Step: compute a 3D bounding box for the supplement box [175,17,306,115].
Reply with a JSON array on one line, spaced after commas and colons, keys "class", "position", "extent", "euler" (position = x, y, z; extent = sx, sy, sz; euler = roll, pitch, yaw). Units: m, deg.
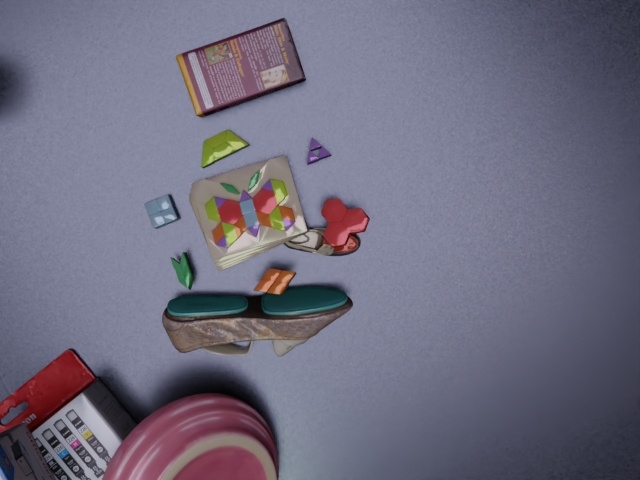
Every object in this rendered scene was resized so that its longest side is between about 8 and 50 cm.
[{"class": "supplement box", "position": [-0.128, -0.279, 1.715], "extent": [0.188, 0.081, 0.104], "euler": [-19, 95, 1]}]

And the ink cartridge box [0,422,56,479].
[{"class": "ink cartridge box", "position": [-0.471, 0.366, 1.581], "extent": [0.082, 0.190, 0.139], "euler": [-28, 92, 1]}]

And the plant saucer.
[{"class": "plant saucer", "position": [-0.193, 0.412, 1.683], "extent": [0.332, 0.084, 0.332], "euler": [-12, 110, -36]}]

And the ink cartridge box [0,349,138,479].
[{"class": "ink cartridge box", "position": [-0.457, 0.381, 1.742], "extent": [0.309, 0.130, 0.272], "euler": [-39, 93, 2]}]

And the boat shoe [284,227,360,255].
[{"class": "boat shoe", "position": [0.000, 0.000, 1.761], "extent": [0.137, 0.043, 0.049], "euler": [8, 93, -2]}]

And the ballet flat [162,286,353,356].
[{"class": "ballet flat", "position": [-0.102, 0.140, 1.755], "extent": [0.316, 0.107, 0.106], "euler": [-2, 115, 4]}]

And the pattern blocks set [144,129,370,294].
[{"class": "pattern blocks set", "position": [-0.115, -0.048, 1.734], "extent": [0.325, 0.026, 0.285], "euler": [-32, 82, 5]}]
